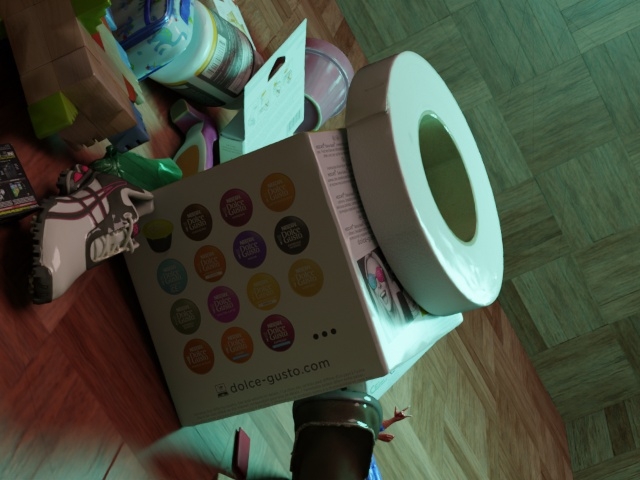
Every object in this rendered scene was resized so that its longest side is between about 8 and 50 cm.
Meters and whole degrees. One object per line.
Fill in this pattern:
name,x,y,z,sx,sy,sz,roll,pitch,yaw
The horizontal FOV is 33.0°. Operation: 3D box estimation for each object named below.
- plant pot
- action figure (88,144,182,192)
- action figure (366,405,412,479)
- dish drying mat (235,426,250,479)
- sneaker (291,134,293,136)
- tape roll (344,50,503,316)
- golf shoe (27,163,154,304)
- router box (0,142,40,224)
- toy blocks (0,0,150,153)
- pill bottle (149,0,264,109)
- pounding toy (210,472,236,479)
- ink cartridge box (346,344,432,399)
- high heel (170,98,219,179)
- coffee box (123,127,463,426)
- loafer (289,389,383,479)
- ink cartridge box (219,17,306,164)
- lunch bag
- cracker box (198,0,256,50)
plant pot,-0.036,-0.344,2.531,0.201,0.201,0.180,56,35,-27
action figure,-0.278,-0.088,1.630,0.232,0.063,0.137,31,39,-67
action figure,0.119,0.407,2.006,0.091,0.139,0.280,37,29,-59
dish drying mat,-0.118,0.320,1.629,0.032,0.008,0.083,56,18,-29
sneaker,-0.104,-0.222,2.329,0.106,0.078,0.234,-15,95,-48
tape roll,0.158,-0.083,1.571,0.392,0.072,0.392,42,38,-46
golf shoe,-0.289,-0.013,1.353,0.273,0.120,0.105,-82,180,-58
router box,-0.395,-0.065,1.293,0.092,0.038,0.122,64,17,-1
toy blocks,-0.346,-0.264,1.536,0.261,0.190,0.381,57,10,-65
pill bottle,-0.215,-0.338,2.004,0.278,0.162,0.162,19,48,-68
pounding toy,-0.122,0.381,1.344,0.100,0.141,0.130,28,30,-16
ink cartridge box,0.158,0.113,2.151,0.324,0.071,0.330,-38,135,-36
high heel,-0.206,-0.142,1.905,0.117,0.082,0.244,42,17,-41
coffee box,-0.038,0.037,1.575,0.338,0.337,0.334,-18,90,-64
loafer,0.021,0.342,1.602,0.366,0.133,0.130,92,1,-52
ink cartridge box,-0.107,-0.260,2.038,0.275,0.060,0.239,-57,156,-45
lunch bag,-0.292,-0.360,1.779,0.090,0.176,0.219,52,22,-37
cracker box,-0.200,-0.429,2.337,0.232,0.067,0.155,66,16,7
